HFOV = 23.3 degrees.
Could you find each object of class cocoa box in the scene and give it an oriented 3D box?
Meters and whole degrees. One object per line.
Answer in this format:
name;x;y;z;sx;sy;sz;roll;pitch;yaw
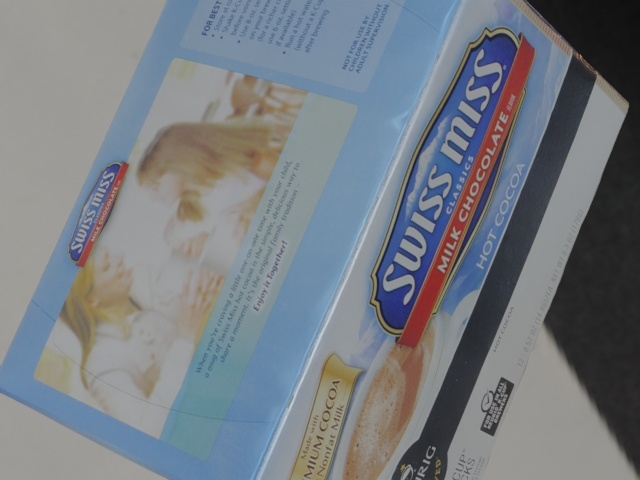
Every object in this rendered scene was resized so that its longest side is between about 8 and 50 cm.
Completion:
cocoa box;0.000;0.000;0.996;0.228;0.231;0.347;31;80;-51
